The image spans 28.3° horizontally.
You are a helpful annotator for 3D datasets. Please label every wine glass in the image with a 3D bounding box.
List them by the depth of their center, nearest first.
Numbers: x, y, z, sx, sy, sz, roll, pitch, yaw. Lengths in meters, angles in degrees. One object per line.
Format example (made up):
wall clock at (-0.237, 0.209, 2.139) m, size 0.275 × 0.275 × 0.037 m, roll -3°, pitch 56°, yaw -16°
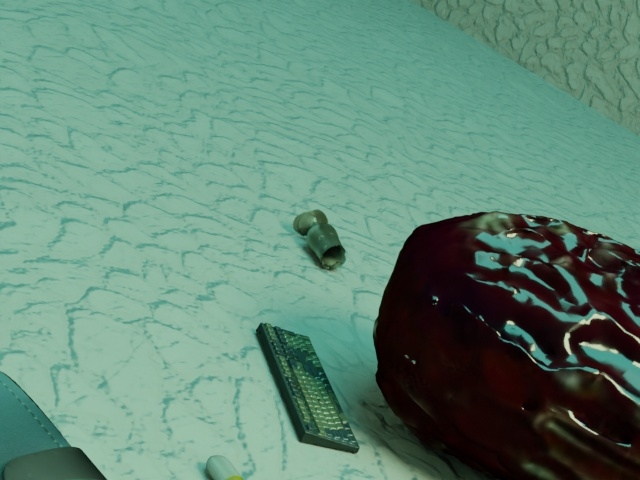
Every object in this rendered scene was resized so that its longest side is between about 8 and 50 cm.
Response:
wine glass at (0.000, 0.000, 1.418) m, size 0.042 × 0.039 × 0.083 m, roll 17°, pitch 25°, yaw -28°

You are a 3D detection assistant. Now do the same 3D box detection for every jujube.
jujube at (0.230, 0.119, 1.102) m, size 0.377 × 0.258 × 0.258 m, roll 16°, pitch 19°, yaw 6°

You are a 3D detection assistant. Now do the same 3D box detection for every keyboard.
keyboard at (-0.013, 0.126, 1.108) m, size 0.055 × 0.014 × 0.176 m, roll 20°, pitch 20°, yaw -24°

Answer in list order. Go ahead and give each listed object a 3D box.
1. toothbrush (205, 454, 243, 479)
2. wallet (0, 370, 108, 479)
toothbrush at (-0.011, 0.228, 0.826) m, size 0.021 × 0.024 × 0.288 m, roll 8°, pitch 25°, yaw -36°
wallet at (-0.188, 0.169, 0.694) m, size 0.176 × 0.075 × 0.250 m, roll -4°, pitch 35°, yaw -48°
